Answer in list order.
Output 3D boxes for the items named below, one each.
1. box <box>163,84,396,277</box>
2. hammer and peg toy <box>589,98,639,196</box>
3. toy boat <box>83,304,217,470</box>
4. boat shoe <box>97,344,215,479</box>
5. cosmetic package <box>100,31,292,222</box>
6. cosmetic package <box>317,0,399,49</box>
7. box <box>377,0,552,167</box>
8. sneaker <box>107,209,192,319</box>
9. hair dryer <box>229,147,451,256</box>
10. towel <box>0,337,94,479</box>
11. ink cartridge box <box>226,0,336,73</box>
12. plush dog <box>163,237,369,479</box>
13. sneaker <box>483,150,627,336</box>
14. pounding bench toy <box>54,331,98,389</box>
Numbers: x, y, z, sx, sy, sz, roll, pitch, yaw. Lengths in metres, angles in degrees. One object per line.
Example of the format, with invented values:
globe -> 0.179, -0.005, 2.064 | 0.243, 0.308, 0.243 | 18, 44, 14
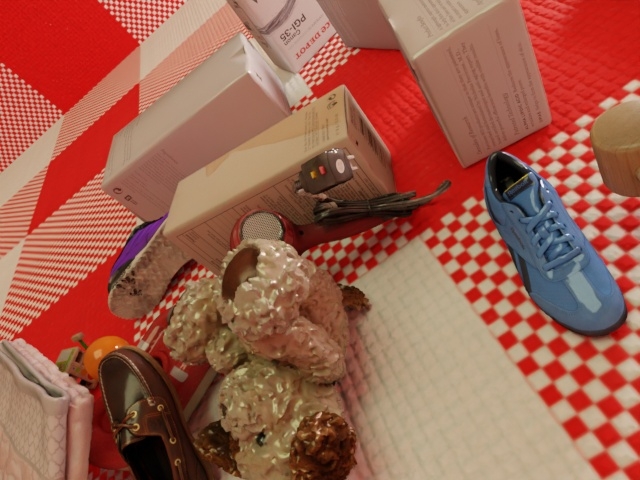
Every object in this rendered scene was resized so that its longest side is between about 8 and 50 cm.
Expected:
box -> -0.060, -0.068, 0.684 | 0.310, 0.148, 0.121 | -23, 44, 23
hammer and peg toy -> 0.384, -0.029, 0.281 | 0.360, 0.127, 0.266 | -13, 51, 33
toy boat -> -0.245, 0.178, 0.626 | 0.150, 0.151, 0.231 | 12, 65, 46
boat shoe -> -0.190, 0.213, 0.522 | 0.073, 0.073, 0.207 | -38, 80, 15
cosmetic package -> -0.255, -0.227, 0.982 | 0.384, 0.156, 0.217 | -30, 42, 16
cosmetic package -> 0.112, -0.428, 0.857 | 0.107, 0.127, 0.237 | -52, 42, -8
box -> 0.174, -0.226, 0.586 | 0.118, 0.182, 0.181 | -27, 43, 18
sneaker -> -0.280, -0.007, 0.854 | 0.293, 0.102, 0.146 | -44, 39, 2
hair dryer -> 0.000, 0.000, 0.579 | 0.293, 0.223, 0.080 | -28, 63, 42
towel -> -0.400, 0.317, 0.625 | 0.331, 0.053, 0.318 | 4, 87, 45
ink cartridge box -> -0.082, -0.537, 0.994 | 0.207, 0.283, 0.117 | -46, 43, -1
plush dog -> -0.040, 0.144, 0.491 | 0.262, 0.210, 0.226 | -28, 55, 52
sneaker -> 0.208, -0.007, 0.450 | 0.069, 0.082, 0.210 | -28, 44, 17
pounding bench toy -> -0.405, 0.207, 0.807 | 0.052, 0.065, 0.083 | -17, 47, 31
